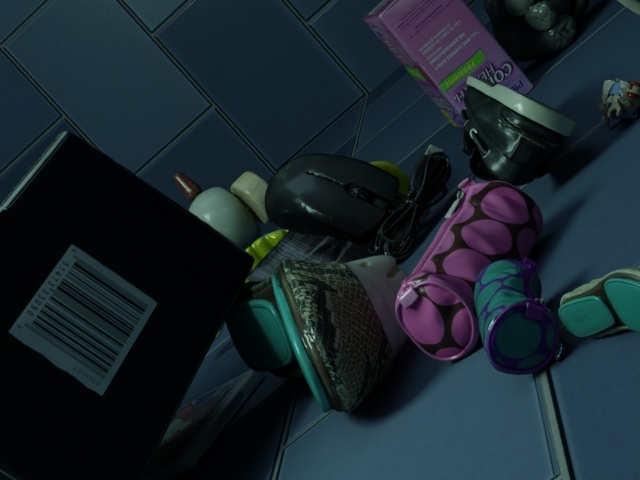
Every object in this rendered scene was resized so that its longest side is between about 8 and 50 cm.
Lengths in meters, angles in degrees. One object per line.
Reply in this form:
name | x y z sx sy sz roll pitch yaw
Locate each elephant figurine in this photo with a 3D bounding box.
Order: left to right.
elephant figurine | 0.381 -0.413 2.209 0.186 0.169 0.239 -5 41 51

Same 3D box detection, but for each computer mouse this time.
computer mouse | 0.031 -0.071 1.874 0.272 0.072 0.188 8 55 33

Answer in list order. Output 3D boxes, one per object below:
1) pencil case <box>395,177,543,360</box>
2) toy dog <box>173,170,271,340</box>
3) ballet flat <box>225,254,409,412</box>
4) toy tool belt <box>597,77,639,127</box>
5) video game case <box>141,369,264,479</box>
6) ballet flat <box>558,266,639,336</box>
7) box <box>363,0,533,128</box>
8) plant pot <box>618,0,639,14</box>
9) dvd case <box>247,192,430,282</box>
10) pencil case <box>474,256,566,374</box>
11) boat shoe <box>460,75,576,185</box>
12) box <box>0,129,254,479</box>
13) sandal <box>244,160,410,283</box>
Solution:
pencil case | 0.145 0.023 1.349 0.095 0.098 0.209 -34 13 39
toy dog | -0.161 -0.002 2.127 0.220 0.161 0.334 -32 -24 -33
ballet flat | 0.014 0.082 1.522 0.182 0.164 0.483 -23 4 -12
toy tool belt | 0.339 -0.151 1.527 0.083 0.052 0.051 -134 60 -84
video game case | -0.180 0.262 1.837 0.201 0.023 0.183 -33 13 47
ballet flat | 0.236 0.040 1.030 0.052 0.057 0.168 -35 7 -19
box | 0.198 -0.302 2.165 0.117 0.243 0.213 -42 10 2
plant pot | 0.433 -0.391 1.498 0.334 0.334 0.305 -40 -1 13
dvd case | 0.024 0.006 1.876 0.164 0.018 0.221 27 68 41
pencil case | 0.168 0.063 1.170 0.070 0.064 0.152 -56 6 13
boat shoe | 0.223 -0.122 1.647 0.113 0.127 0.340 -64 10 7
box | -0.367 0.214 1.588 0.472 0.297 0.480 -49 10 38
sandal | 0.000 0.000 2.033 0.317 0.126 0.138 -33 6 1
